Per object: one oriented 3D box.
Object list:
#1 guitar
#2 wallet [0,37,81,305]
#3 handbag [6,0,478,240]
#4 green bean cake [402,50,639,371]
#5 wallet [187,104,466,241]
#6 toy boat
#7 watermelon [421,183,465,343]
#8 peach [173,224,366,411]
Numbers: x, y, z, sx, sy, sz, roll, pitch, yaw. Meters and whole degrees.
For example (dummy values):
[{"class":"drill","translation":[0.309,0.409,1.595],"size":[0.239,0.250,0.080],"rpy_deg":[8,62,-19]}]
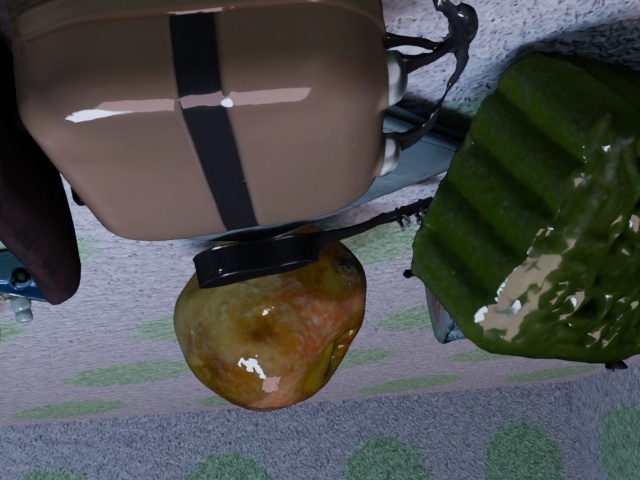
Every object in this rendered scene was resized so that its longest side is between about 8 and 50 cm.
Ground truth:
[{"class":"guitar","translation":[0.001,0.002,1.252],"size":[0.271,0.038,0.084],"rpy_deg":[-14,174,-20]},{"class":"wallet","translation":[-0.204,-0.069,0.746],"size":[0.049,0.182,0.229],"rpy_deg":[-17,165,-5]},{"class":"handbag","translation":[-0.038,-0.106,0.764],"size":[0.283,0.149,0.302],"rpy_deg":[-9,164,-2]},{"class":"green bean cake","translation":[0.231,-0.021,1.037],"size":[0.249,0.156,0.247],"rpy_deg":[6,122,-41]},{"class":"wallet","translation":[-0.019,-0.062,1.143],"size":[0.290,0.054,0.251],"rpy_deg":[-22,165,29]},{"class":"toy boat","translation":[-0.403,0.071,1.365],"size":[0.237,0.098,0.109],"rpy_deg":[-11,169,10]},{"class":"watermelon","translation":[0.212,0.018,1.295],"size":[0.175,0.188,0.322],"rpy_deg":[1,169,-3]},{"class":"peach","translation":[-0.049,0.080,1.381],"size":[0.214,0.214,0.235],"rpy_deg":[5,141,-43]}]
